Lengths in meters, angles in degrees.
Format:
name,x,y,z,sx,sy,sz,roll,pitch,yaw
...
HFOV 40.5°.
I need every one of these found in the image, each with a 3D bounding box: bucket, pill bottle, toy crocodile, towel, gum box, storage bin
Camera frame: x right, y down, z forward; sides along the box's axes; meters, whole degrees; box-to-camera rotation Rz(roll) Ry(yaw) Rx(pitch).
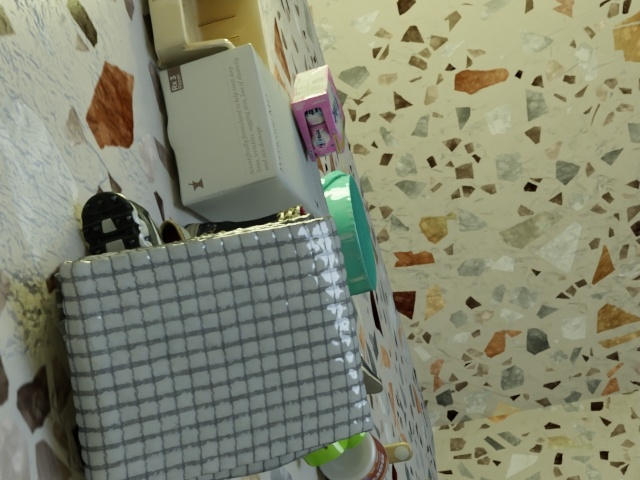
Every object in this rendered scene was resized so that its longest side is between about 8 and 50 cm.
name,x,y,z,sx,sy,sz,roll,pitch,yaw
bucket,0.000,0.000,1.750,0.281,0.183,0.281,-12,90,-82
pill bottle,0.074,0.451,1.780,0.216,0.121,0.121,56,24,-63
toy crocodile,0.013,0.311,1.693,0.115,0.105,0.340,50,15,-22
towel,-0.106,0.108,0.842,0.121,0.283,0.235,-174,-106,-66
gum box,-0.001,-0.220,1.488,0.188,0.062,0.107,-86,158,-64
storage bin,-0.181,-0.371,1.378,0.260,0.123,0.262,44,36,-73

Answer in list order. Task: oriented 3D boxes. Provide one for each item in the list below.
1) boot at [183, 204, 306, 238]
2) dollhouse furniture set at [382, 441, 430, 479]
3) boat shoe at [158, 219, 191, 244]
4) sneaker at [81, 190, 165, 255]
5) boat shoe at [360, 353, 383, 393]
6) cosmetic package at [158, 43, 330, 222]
name,x,y,z,sx,sy,sz,roll,pitch,yaw
boot,-0.092,0.067,1.169,0.085,0.178,0.236,57,22,-63
dollhouse furniture set,0.151,0.616,1.861,0.355,0.173,0.303,-12,89,-80
boat shoe,-0.184,0.034,1.093,0.045,0.050,0.135,57,12,-54
sneaker,-0.187,0.061,0.940,0.106,0.078,0.234,-12,87,-78
boat shoe,0.115,0.348,2.279,0.206,0.075,0.065,55,27,-54
cosmetic package,-0.106,-0.130,1.393,0.385,0.156,0.217,41,35,-76
